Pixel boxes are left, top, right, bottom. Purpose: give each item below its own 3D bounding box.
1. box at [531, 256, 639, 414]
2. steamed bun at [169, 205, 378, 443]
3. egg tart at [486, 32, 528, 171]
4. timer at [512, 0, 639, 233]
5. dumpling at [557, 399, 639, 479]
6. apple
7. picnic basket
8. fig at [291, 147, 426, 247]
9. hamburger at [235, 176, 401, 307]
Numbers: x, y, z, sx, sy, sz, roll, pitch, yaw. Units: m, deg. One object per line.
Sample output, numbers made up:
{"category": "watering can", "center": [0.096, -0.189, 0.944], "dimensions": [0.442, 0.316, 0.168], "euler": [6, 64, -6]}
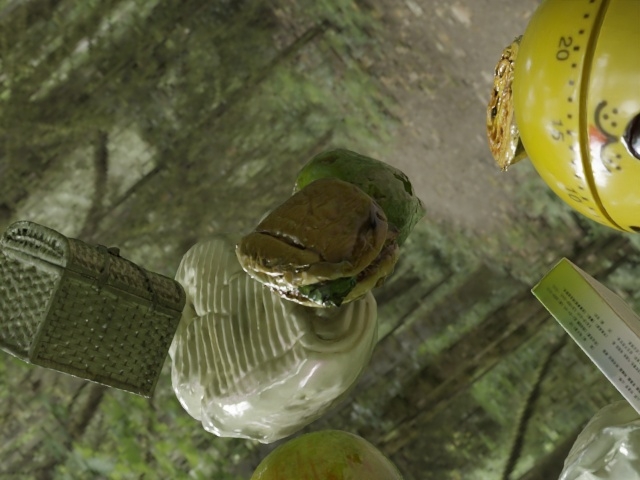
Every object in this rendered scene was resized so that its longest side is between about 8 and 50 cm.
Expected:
{"category": "box", "center": [0.376, 0.145, 1.248], "dimensions": [0.175, 0.062, 0.260], "euler": [28, -161, -49]}
{"category": "steamed bun", "center": [-0.057, 0.134, 1.626], "dimensions": [0.247, 0.352, 0.339], "euler": [23, -141, -43]}
{"category": "egg tart", "center": [0.409, -0.270, 2.108], "dimensions": [0.132, 0.297, 0.297], "euler": [9, -176, 2]}
{"category": "timer", "center": [0.414, -0.165, 1.171], "dimensions": [0.387, 0.376, 0.376], "euler": [17, 158, 43]}
{"category": "dumpling", "center": [0.411, 0.308, 1.534], "dimensions": [0.179, 0.252, 0.131], "euler": [13, -133, -57]}
{"category": "apple", "center": [0.012, 0.519, 1.978], "dimensions": [0.339, 0.340, 0.339], "euler": [50, -176, -4]}
{"category": "picnic basket", "center": [-0.277, 0.076, 1.251], "dimensions": [0.134, 0.154, 0.196], "euler": [16, 172, 41]}
{"category": "fig", "center": [0.092, -0.054, 1.794], "dimensions": [0.275, 0.206, 0.206], "euler": [0, -139, -41]}
{"category": "hamburger", "center": [0.000, 0.000, 1.433], "dimensions": [0.183, 0.206, 0.129], "euler": [22, 128, 34]}
